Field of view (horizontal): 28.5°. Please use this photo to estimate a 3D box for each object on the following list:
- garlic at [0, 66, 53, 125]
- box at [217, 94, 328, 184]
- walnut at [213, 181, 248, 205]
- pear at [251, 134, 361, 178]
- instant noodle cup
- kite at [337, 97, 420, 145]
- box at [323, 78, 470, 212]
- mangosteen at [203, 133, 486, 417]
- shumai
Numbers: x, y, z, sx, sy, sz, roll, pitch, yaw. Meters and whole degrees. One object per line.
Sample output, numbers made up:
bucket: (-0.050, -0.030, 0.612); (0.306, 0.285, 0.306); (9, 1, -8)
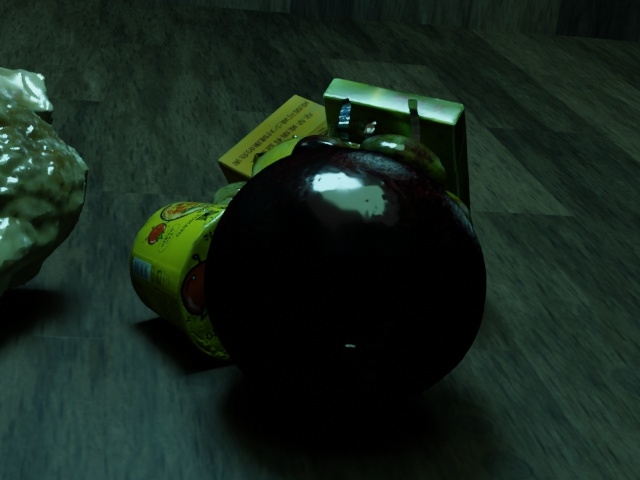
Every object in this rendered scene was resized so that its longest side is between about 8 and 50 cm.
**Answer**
garlic: (-0.550, -0.110, 1.726); (0.246, 0.231, 0.340); (32, 52, -7)
box: (-0.002, -0.105, 1.862); (0.174, 0.076, 0.274); (-43, 44, -19)
walnut: (-0.109, -0.044, 1.773); (0.092, 0.092, 0.092); (6, 21, -2)
pear: (0.002, 0.000, 1.580); (0.267, 0.266, 0.178); (15, 48, 20)
instant noodle cup: (-0.127, 0.033, 1.450); (0.182, 0.182, 0.144); (-11, 18, -39)
kite: (0.073, -0.013, 1.468); (0.169, 0.309, 0.015); (6, -4, 17)
box: (0.105, -0.066, 1.611); (0.173, 0.311, 0.043); (15, 53, 21)
mangosteen: (0.019, 0.022, 1.301); (0.297, 0.297, 0.313); (-3, 64, -25)
shumai: (-0.393, -0.026, 1.367); (0.314, 0.267, 0.262); (-7, 22, -18)
